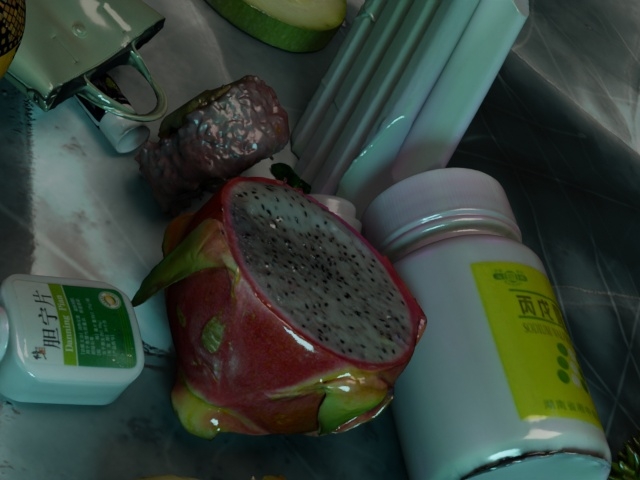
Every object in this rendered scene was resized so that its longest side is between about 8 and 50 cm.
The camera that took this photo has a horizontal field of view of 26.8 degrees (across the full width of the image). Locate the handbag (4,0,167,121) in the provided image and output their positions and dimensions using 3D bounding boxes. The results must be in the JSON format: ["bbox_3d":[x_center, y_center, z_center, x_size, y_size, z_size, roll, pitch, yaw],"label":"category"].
[{"bbox_3d":[-0.292,-0.248,1.481,0.315,0.109,0.241,36,40,5],"label":"handbag"}]

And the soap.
[{"bbox_3d":[0.099,-0.186,1.663,0.115,0.347,0.208,27,3,-32],"label":"soap"}]

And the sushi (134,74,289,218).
[{"bbox_3d":[-0.099,-0.122,1.506,0.107,0.161,0.241,62,35,-4],"label":"sushi"}]

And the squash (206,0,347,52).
[{"bbox_3d":[-0.078,-0.370,1.877,0.252,0.049,0.252,23,40,-21],"label":"squash"}]

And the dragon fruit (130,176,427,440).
[{"bbox_3d":[-0.048,0.081,1.372,0.290,0.189,0.291,32,32,-22],"label":"dragon fruit"}]

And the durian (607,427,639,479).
[{"bbox_3d":[0.445,0.337,1.590,0.169,0.158,0.352,30,34,-36],"label":"durian"}]

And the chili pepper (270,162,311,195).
[{"bbox_3d":[-0.039,-0.059,1.608,0.055,0.035,0.118,0,42,7],"label":"chili pepper"}]

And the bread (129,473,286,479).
[{"bbox_3d":[-0.032,0.308,1.100,0.248,0.279,0.315,5,63,-30],"label":"bread"}]

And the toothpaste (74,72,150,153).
[{"bbox_3d":[-0.267,-0.181,1.530,0.071,0.045,0.193,-13,58,-48],"label":"toothpaste"}]

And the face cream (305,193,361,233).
[{"bbox_3d":[0.000,0.000,1.546,0.091,0.091,0.095,15,74,-32],"label":"face cream"}]

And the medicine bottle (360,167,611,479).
[{"bbox_3d":[0.168,0.121,1.489,0.213,0.213,0.379,13,47,-33],"label":"medicine bottle"}]

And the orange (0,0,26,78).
[{"bbox_3d":[-0.399,-0.230,1.308,0.234,0.234,0.182,47,11,5],"label":"orange"}]

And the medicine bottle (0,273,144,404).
[{"bbox_3d":[-0.261,0.091,1.252,0.183,0.069,0.119,7,53,-36],"label":"medicine bottle"}]
